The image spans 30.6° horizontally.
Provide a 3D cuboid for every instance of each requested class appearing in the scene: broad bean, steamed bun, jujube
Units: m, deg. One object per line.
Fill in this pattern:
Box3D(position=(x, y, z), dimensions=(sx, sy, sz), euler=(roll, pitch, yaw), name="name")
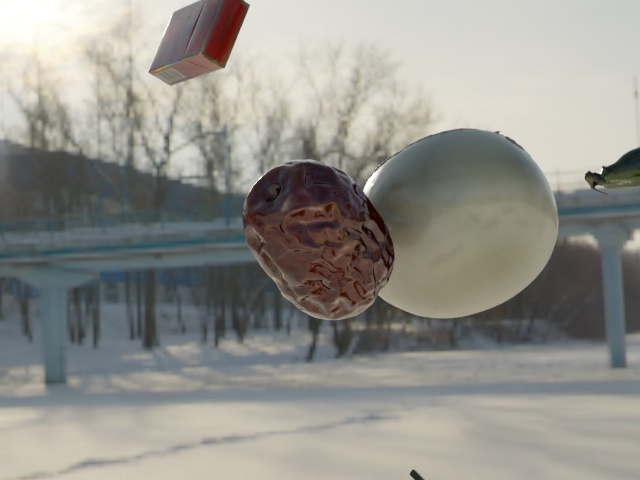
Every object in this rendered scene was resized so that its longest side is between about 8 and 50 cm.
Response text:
Box3D(position=(0.424, -0.127, 1.363), dimensions=(0.254, 0.065, 0.046), euler=(-37, -31, -6), name="broad bean")
Box3D(position=(0.210, -0.008, 1.800), dimensions=(0.324, 0.206, 0.324), euler=(-10, -36, -7), name="steamed bun")
Box3D(position=(0.000, 0.000, 1.563), dimensions=(0.174, 0.174, 0.250), euler=(-5, -38, 34), name="jujube")

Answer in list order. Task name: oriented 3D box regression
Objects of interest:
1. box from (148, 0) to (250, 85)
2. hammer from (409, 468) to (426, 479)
Box3D(position=(-0.181, -0.296, 1.721), dimensions=(0.048, 0.112, 0.175), euler=(29, -18, -29), name="box")
Box3D(position=(0.217, 0.414, 1.646), dimensions=(0.058, 0.029, 0.292), euler=(25, 12, -45), name="hammer")
